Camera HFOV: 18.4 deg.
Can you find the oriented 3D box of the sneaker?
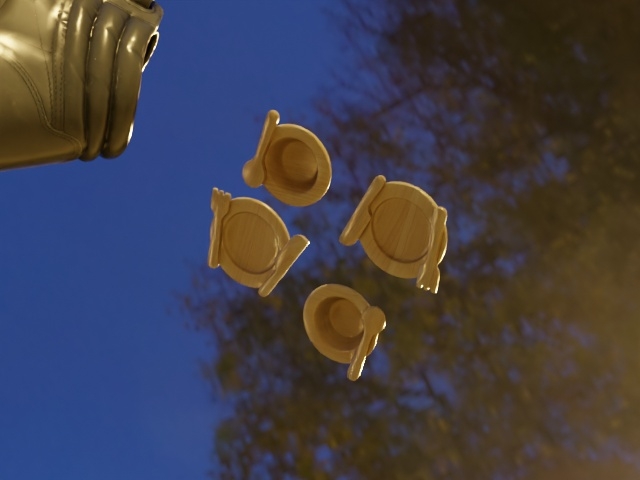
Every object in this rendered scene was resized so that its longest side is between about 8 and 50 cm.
[{"bbox_3d":[-0.174,-0.163,1.186,0.147,0.295,0.104,3,-28,-19],"label":"sneaker"}]

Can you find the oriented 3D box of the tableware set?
[{"bbox_3d":[0.000,0.000,1.285,0.020,0.169,0.141,-33,-27,-54],"label":"tableware set"}]
